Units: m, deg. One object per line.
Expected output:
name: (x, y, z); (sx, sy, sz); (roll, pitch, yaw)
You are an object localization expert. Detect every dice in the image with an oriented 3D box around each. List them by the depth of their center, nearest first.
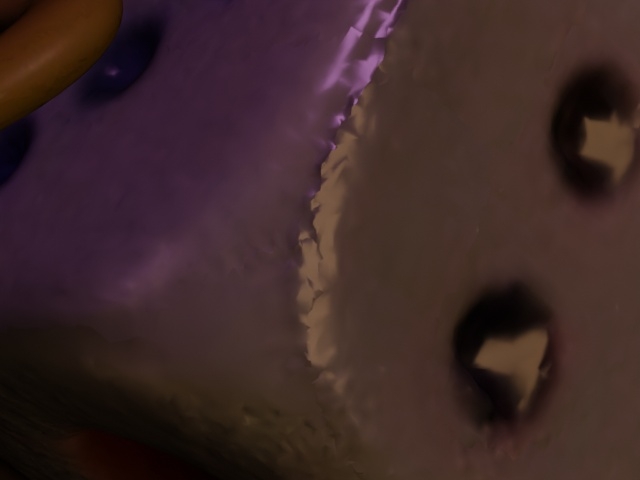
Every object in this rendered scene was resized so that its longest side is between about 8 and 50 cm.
dice: (0.000, 0.000, 0.605); (0.194, 0.193, 0.191); (44, 64, -34)

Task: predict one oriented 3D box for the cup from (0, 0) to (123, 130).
cup: (-0.173, 0.025, 0.394); (0.255, 0.256, 0.178); (-1, 93, -43)
